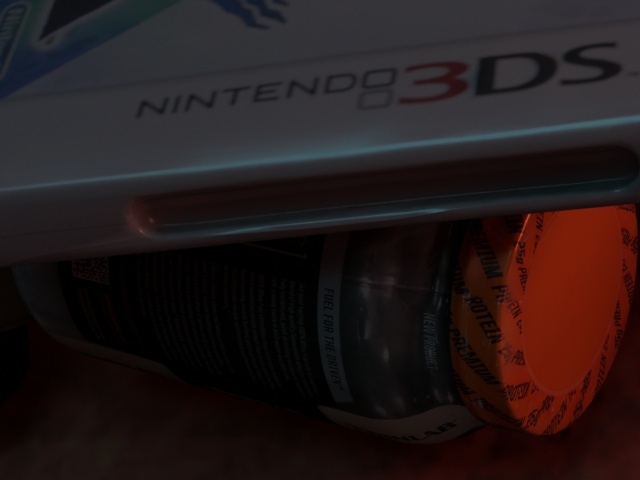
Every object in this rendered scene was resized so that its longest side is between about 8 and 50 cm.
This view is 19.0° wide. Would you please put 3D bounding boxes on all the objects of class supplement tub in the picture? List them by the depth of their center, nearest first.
[{"bbox_3d":[0.000,0.000,0.635,0.190,0.117,0.117,13,62,33],"label":"supplement tub"}]

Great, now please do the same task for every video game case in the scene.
[{"bbox_3d":[0.038,-0.125,0.640,0.300,0.036,0.329,-6,42,16],"label":"video game case"}]

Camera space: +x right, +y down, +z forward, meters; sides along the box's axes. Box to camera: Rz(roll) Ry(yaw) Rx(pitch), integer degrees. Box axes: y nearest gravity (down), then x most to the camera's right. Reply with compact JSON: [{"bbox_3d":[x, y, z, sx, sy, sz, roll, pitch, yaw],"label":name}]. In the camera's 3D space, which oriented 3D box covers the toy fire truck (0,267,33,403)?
[{"bbox_3d":[-0.235,-0.052,0.710,0.217,0.158,0.246,-15,42,-15],"label":"toy fire truck"}]
